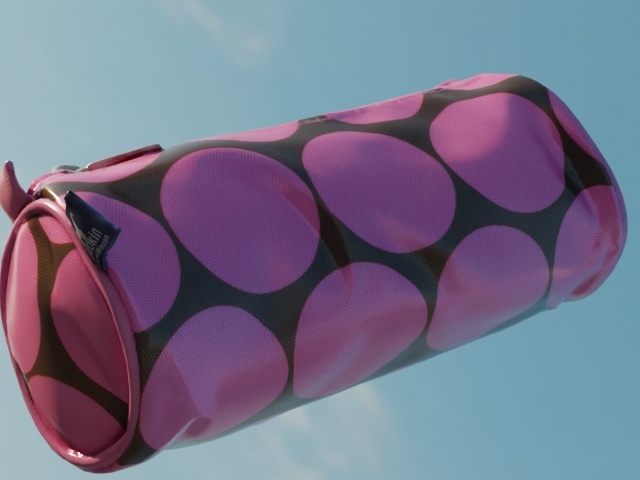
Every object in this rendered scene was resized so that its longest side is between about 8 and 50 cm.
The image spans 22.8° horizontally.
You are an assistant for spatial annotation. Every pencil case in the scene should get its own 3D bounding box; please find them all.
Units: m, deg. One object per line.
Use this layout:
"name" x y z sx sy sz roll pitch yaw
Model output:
"pencil case" 0.000 0.000 0.525 0.098 0.209 0.095 61 -37 20
